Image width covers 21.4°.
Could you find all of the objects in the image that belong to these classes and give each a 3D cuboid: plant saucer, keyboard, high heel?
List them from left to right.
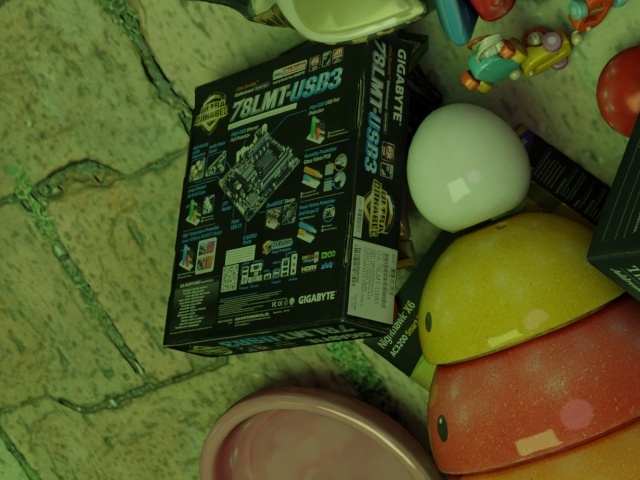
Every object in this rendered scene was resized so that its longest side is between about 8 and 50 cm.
[{"bbox_3d":[0.017,0.306,2.033,0.332,0.084,0.332,14,125,20],"label":"plant saucer"},{"bbox_3d":[0.014,-0.238,1.635,0.261,0.186,0.093,11,99,27],"label":"high heel"},{"bbox_3d":[0.088,-0.141,1.758,0.180,0.023,0.108,36,136,4],"label":"keyboard"}]

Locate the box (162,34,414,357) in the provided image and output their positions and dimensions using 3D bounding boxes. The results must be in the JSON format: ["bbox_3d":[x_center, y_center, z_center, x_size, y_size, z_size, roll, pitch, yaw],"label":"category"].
[{"bbox_3d":[-0.036,-0.040,1.698,0.073,0.293,0.295,18,160,-37],"label":"box"}]

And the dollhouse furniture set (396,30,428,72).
[{"bbox_3d":[0.079,-0.248,1.672,0.076,0.058,0.151,14,124,20],"label":"dollhouse furniture set"}]

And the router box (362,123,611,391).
[{"bbox_3d":[0.220,0.066,1.776,0.243,0.081,0.309,36,129,4],"label":"router box"}]

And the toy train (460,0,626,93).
[{"bbox_3d":[0.202,-0.201,1.603,0.046,0.166,0.125,61,158,22],"label":"toy train"}]

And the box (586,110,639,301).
[{"bbox_3d":[0.464,0.014,1.414,0.343,0.179,0.312,34,156,-25],"label":"box"}]

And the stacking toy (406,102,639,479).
[{"bbox_3d":[0.204,0.096,1.612,0.350,0.350,0.480,-23,88,37],"label":"stacking toy"}]

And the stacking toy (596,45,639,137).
[{"bbox_3d":[0.409,-0.135,1.533,0.330,0.141,0.141,2,120,35],"label":"stacking toy"}]

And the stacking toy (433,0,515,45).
[{"bbox_3d":[0.242,-0.293,1.514,0.302,0.175,0.165,-6,118,19],"label":"stacking toy"}]

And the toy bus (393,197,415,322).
[{"bbox_3d":[0.006,-0.006,1.782,0.191,0.104,0.202,49,136,33],"label":"toy bus"}]
